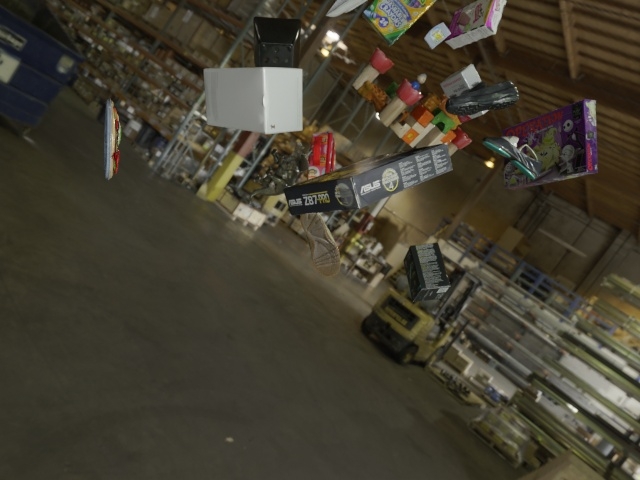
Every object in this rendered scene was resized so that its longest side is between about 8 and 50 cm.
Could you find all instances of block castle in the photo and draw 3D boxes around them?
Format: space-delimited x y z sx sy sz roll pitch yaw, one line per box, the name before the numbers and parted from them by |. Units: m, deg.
block castle | 0.361 -0.498 1.862 0.453 0.213 0.303 22 31 -45

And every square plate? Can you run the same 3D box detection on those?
square plate | 0.215 -1.030 1.996 0.344 0.347 0.049 -14 -54 41

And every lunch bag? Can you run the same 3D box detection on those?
lunch bag | 0.001 -0.323 2.159 0.120 0.293 0.258 1 -35 6

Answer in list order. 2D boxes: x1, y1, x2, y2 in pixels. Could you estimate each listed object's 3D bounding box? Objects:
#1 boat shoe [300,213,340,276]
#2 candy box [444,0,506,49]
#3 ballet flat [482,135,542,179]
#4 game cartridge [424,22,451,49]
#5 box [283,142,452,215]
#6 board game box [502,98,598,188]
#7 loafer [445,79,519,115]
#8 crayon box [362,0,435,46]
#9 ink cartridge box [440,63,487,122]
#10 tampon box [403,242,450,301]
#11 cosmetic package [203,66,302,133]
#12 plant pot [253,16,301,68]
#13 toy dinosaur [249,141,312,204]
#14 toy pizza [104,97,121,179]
boat shoe | 0.000 0.000 1.930 0.098 0.109 0.302 -98 167 -65
candy box | 0.647 -0.920 2.112 0.071 0.159 0.233 25 -10 -30
ballet flat | 0.561 -0.257 1.449 0.203 0.074 0.074 33 5 -10
game cartridge | 0.408 -0.719 1.758 0.056 0.083 0.017 51 17 -5
box | 0.137 -0.178 1.467 0.318 0.394 0.097 3 -68 53
board game box | 0.697 -0.283 1.554 0.056 0.208 0.347 5 -4 -18
loafer | 0.452 -0.407 1.422 0.076 0.223 0.078 124 -48 -74
crayon box | 0.384 -1.116 2.379 0.203 0.323 0.083 45 8 -10
ink cartridge box | 0.465 -0.466 1.598 0.151 0.063 0.109 57 -22 -11
tampon box | 0.353 0.108 1.682 0.120 0.101 0.161 98 -14 -63
cosmetic package | -0.227 -0.461 1.632 0.155 0.197 0.365 -14 24 -39
plant pot | -0.169 -0.738 1.944 0.187 0.188 0.167 1 44 -5
toy dinosaur | -0.147 -0.243 1.911 0.160 0.314 0.121 32 1 -43
toy pizza | -0.522 -0.252 1.258 0.032 0.201 0.201 1 21 -25
